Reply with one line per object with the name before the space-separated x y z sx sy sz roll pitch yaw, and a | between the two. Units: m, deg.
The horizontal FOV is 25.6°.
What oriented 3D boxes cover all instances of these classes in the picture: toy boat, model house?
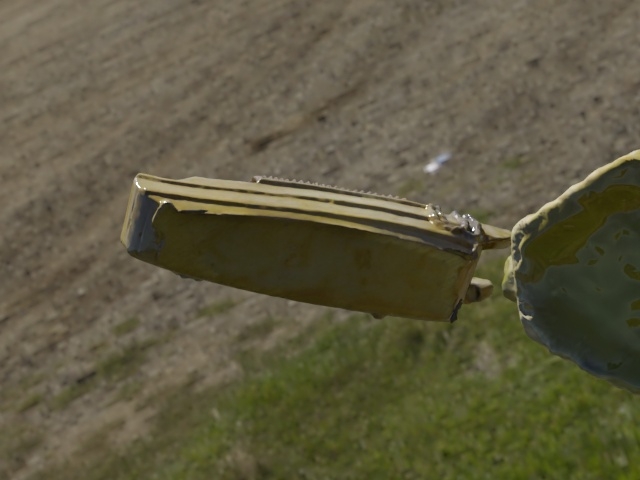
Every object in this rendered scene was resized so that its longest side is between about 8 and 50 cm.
toy boat | 0.000 0.000 1.112 0.310 0.089 0.115 8 25 -9
model house | 0.245 -0.002 0.876 0.234 0.174 0.193 1 11 34
